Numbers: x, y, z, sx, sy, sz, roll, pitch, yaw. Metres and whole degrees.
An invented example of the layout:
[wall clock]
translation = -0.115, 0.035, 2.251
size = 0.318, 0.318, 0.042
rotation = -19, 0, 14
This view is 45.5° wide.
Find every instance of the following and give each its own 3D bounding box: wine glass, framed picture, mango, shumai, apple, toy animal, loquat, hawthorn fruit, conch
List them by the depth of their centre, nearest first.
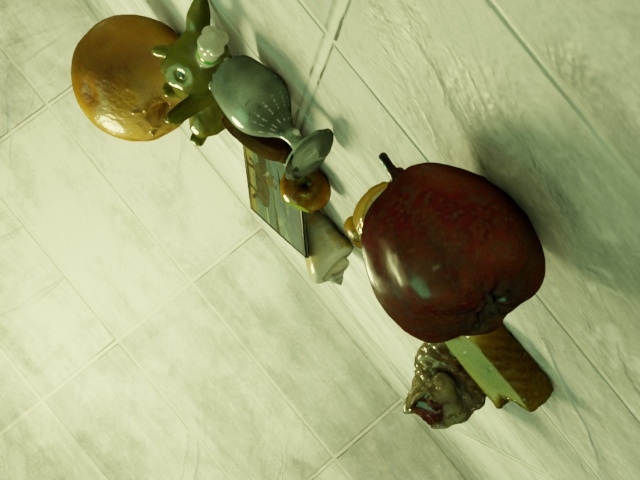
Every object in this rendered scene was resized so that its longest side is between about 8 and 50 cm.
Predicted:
[hawthorn fruit]
translation = 0.141, -0.009, 0.906
size = 0.248, 0.208, 0.208
rotation = 62, 178, 27
[wine glass]
translation = -0.093, -0.229, 1.390
size = 0.241, 0.126, 0.126
rotation = 45, 170, 19
[toy animal]
translation = -0.255, -0.345, 1.538
size = 0.363, 0.180, 0.181
rotation = 74, 175, -73
[mango]
translation = 0.084, -0.018, 1.608
size = 0.079, 0.057, 0.114
rotation = 47, 180, -4
[apple]
translation = -0.031, -0.114, 1.652
size = 0.114, 0.099, 0.102
rotation = 20, 173, 8
[shumai]
translation = 0.263, 0.337, 1.717
size = 0.184, 0.185, 0.218
rotation = 47, 171, 28
[framed picture]
translation = -0.121, -0.137, 1.946
size = 0.347, 0.016, 0.265
rotation = 41, 141, 51
[conch]
translation = 0.012, -0.002, 1.949
size = 0.158, 0.127, 0.255
rotation = 78, 177, -76
[loquat]
translation = -0.474, -0.416, 1.957
size = 0.328, 0.328, 0.328
rotation = 49, 172, 10

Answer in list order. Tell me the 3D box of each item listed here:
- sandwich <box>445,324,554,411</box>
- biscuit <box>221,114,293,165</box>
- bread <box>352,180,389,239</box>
[sandwich]
translation = 0.312, 0.218, 1.365
size = 0.186, 0.065, 0.215
rotation = 51, 171, 3
[biscuit]
translation = -0.106, -0.200, 1.537
size = 0.180, 0.039, 0.236
rotation = 49, -161, 30
[bread]
translation = 0.120, -0.020, 1.172
size = 0.149, 0.122, 0.073
rotation = 54, 175, -12
